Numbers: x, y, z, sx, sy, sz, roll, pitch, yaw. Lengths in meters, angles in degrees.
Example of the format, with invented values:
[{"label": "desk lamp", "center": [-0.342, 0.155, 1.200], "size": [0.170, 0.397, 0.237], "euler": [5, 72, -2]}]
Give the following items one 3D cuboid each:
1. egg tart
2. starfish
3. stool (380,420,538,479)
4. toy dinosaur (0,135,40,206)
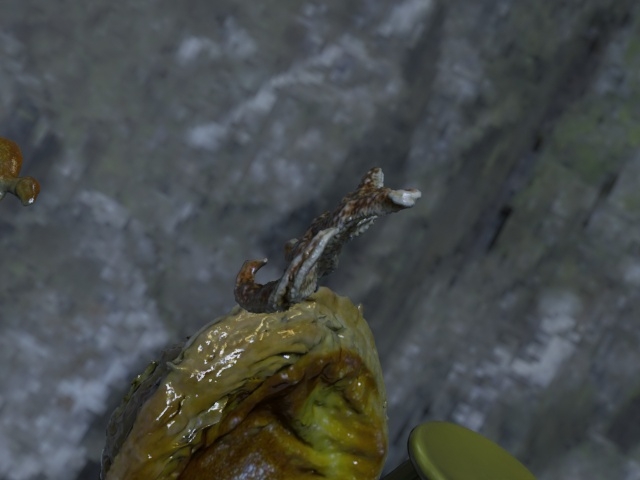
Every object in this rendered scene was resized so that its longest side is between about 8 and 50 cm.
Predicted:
[{"label": "egg tart", "center": [-0.081, 0.185, 1.586], "size": [0.352, 0.150, 0.352], "euler": [-29, 132, -38]}, {"label": "starfish", "center": [0.008, 0.007, 1.208], "size": [0.210, 0.053, 0.150], "euler": [-36, -165, 52]}, {"label": "stool", "center": [0.078, 0.190, 1.160], "size": [0.134, 0.135, 0.110], "euler": [9, 122, -47]}, {"label": "toy dinosaur", "center": [-0.288, -0.081, 1.640], "size": [0.162, 0.126, 0.039], "euler": [-72, 147, -42]}]
